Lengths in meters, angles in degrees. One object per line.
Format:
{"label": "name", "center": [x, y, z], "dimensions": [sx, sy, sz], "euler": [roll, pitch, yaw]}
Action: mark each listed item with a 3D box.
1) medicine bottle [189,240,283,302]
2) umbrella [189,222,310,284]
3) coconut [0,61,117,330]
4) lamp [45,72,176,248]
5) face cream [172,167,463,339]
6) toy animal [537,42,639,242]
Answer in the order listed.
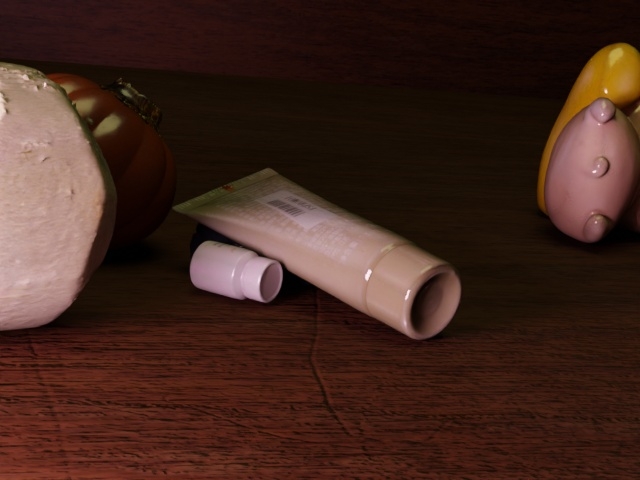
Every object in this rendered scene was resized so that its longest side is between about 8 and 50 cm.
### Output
{"label": "medicine bottle", "center": [-0.086, 0.033, 1.484], "dimensions": [0.089, 0.052, 0.052], "euler": [13, 13, 31]}
{"label": "umbrella", "center": [-0.019, 0.014, 1.580], "dimensions": [0.248, 0.070, 0.071], "euler": [7, 12, 11]}
{"label": "coconut", "center": [-0.319, -0.039, 1.252], "dimensions": [0.245, 0.244, 0.247], "euler": [15, 9, 38]}
{"label": "lamp", "center": [-0.263, -0.089, 1.628], "dimensions": [0.223, 0.196, 0.223], "euler": [37, -10, 7]}
{"label": "face cream", "center": [0.000, 0.000, 1.504], "dimensions": [0.137, 0.084, 0.341], "euler": [-25, 37, -33]}
{"label": "toy animal", "center": [0.458, -0.124, 2.074], "dimensions": [0.247, 0.277, 0.345], "euler": [21, 9, 2]}
